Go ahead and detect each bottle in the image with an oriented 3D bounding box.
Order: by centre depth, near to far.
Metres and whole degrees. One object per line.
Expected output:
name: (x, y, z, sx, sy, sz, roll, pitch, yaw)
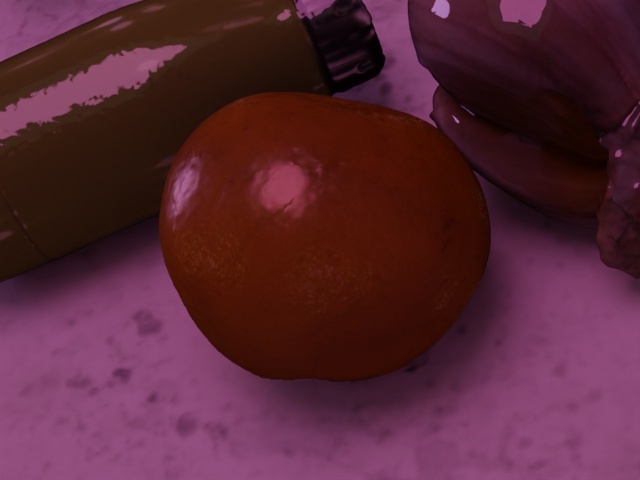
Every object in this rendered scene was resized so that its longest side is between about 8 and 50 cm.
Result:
bottle: (-0.094, -0.072, 0.906, 0.260, 0.112, 0.112, -24, 47, 2)

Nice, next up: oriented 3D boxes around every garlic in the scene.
garlic: (0.150, -0.115, 0.809, 0.214, 0.160, 0.191, -38, 53, -7)

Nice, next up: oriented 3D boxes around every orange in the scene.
orange: (0.000, 0.000, 0.790, 0.159, 0.159, 0.136, 15, 103, 32)
